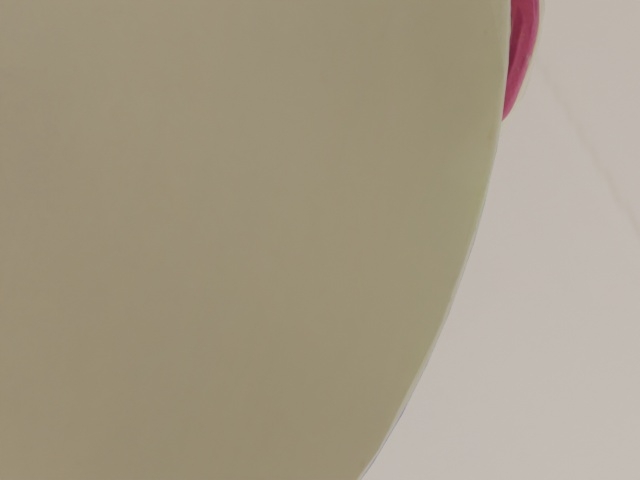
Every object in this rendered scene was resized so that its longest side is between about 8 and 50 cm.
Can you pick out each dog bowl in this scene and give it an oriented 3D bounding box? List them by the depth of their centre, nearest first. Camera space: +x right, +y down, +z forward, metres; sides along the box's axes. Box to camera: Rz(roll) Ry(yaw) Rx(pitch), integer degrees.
[{"bbox_3d":[-0.098,-0.037,0.349,0.104,0.265,0.265,19,-69,56],"label":"dog bowl"}]

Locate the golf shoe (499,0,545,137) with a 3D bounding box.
[{"bbox_3d":[0.000,0.000,0.767,0.115,0.140,0.306,37,-69,7],"label":"golf shoe"}]
